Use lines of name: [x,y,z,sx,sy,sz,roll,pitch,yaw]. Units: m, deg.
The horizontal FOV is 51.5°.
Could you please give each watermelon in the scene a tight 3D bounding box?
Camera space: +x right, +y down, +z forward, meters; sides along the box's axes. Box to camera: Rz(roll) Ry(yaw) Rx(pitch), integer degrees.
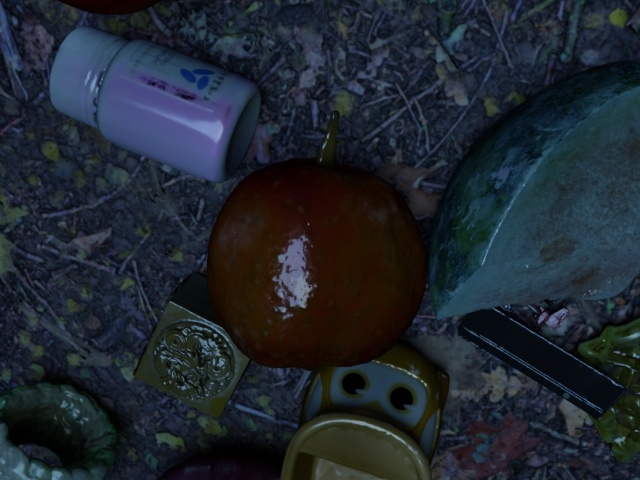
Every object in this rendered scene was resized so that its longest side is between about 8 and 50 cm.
watermelon: [0.296,-0.032,0.829,0.258,0.228,0.387,40,99,-11]

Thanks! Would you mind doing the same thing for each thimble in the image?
thimble: [-0.443,0.338,1.043,0.219,0.219,0.150,35,110,-1]

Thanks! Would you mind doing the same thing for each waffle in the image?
waffle: [0.474,0.210,0.934,0.204,0.054,0.224,-30,97,16]

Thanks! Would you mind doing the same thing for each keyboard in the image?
keyboard: [0.310,0.165,0.940,0.231,0.023,0.072,31,124,12]

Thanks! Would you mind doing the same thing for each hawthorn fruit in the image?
hawthorn fruit: [0.000,0.000,0.849,0.286,0.287,0.331,8,106,8]

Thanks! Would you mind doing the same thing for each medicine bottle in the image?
medicine bottle: [-0.220,-0.188,0.901,0.254,0.152,0.152,23,107,4]

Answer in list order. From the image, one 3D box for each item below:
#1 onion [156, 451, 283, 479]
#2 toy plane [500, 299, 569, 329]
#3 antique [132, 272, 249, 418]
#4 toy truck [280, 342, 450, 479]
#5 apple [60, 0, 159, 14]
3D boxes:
onion: [-0.147,0.499,0.998,0.358,0.345,0.359,-5,70,13]
toy plane: [0.282,0.078,0.943,0.145,0.037,0.060,39,97,3]
antique: [-0.174,0.154,0.986,0.151,0.148,0.147,27,110,-1]
toy truck: [0.061,0.288,0.941,0.204,0.211,0.288,15,103,7]
apple: [-0.254,-0.400,0.794,0.260,0.217,0.260,9,144,7]
